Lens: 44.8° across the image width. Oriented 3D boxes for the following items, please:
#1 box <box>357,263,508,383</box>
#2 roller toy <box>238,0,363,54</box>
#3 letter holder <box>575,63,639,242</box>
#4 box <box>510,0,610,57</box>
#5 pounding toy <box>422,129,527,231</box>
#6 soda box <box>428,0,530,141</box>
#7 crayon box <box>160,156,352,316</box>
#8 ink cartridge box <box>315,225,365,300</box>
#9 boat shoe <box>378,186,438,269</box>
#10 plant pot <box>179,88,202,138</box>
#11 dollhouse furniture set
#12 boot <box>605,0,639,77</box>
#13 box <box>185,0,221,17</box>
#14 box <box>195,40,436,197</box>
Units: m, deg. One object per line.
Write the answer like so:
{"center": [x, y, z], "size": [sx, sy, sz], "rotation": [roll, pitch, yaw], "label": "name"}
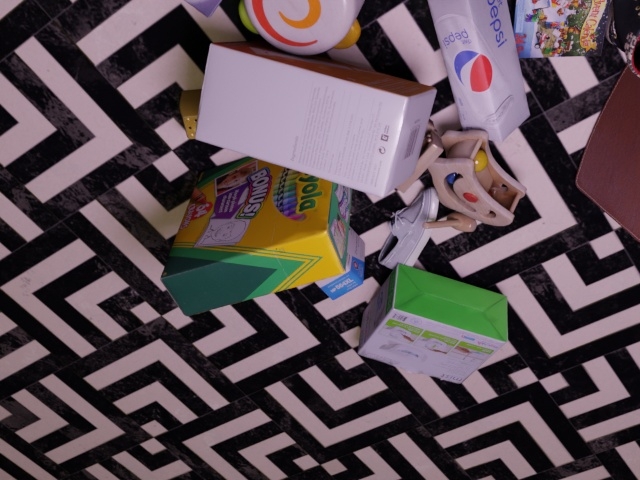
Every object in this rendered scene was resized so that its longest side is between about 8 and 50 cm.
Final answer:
{"center": [0.245, 0.193, 1.721], "size": [0.262, 0.126, 0.231], "rotation": [16, 144, -8], "label": "box"}
{"center": [-0.020, -0.423, 1.302], "size": [0.209, 0.146, 0.191], "rotation": [21, 132, 2], "label": "roller toy"}
{"center": [0.637, -0.182, 1.445], "size": [0.152, 0.214, 0.301], "rotation": [-10, 132, -28], "label": "letter holder"}
{"center": [0.413, -0.430, 1.325], "size": [0.159, 0.044, 0.233], "rotation": [0, 127, 5], "label": "box"}
{"center": [0.289, -0.076, 1.479], "size": [0.154, 0.154, 0.269], "rotation": [18, 159, 29], "label": "pounding toy"}
{"center": [0.282, -0.320, 1.365], "size": [0.091, 0.098, 0.286], "rotation": [20, 142, 46], "label": "soda box"}
{"center": [-0.103, -0.046, 1.458], "size": [0.313, 0.363, 0.106], "rotation": [-17, 123, 16], "label": "crayon box"}
{"center": [0.000, 0.000, 1.618], "size": [0.086, 0.148, 0.203], "rotation": [-29, 120, 25], "label": "ink cartridge box"}
{"center": [0.181, -0.022, 1.629], "size": [0.081, 0.079, 0.227], "rotation": [12, 130, -10], "label": "boat shoe"}
{"center": [-0.229, -0.238, 1.499], "size": [0.081, 0.083, 0.081], "rotation": [-4, 126, 8], "label": "plant pot"}
{"center": [0.134, -0.188, 1.464], "size": [0.123, 0.151, 0.144], "rotation": [31, 121, -18], "label": "dollhouse furniture set"}
{"center": [0.532, -0.397, 1.254], "size": [0.085, 0.178, 0.236], "rotation": [3, 128, 3], "label": "boot"}
{"center": [-0.200, -0.565, 1.192], "size": [0.294, 0.182, 0.296], "rotation": [32, 123, -19], "label": "box"}
{"center": [-0.005, -0.219, 1.332], "size": [0.345, 0.215, 0.168], "rotation": [18, 110, 15], "label": "box"}
